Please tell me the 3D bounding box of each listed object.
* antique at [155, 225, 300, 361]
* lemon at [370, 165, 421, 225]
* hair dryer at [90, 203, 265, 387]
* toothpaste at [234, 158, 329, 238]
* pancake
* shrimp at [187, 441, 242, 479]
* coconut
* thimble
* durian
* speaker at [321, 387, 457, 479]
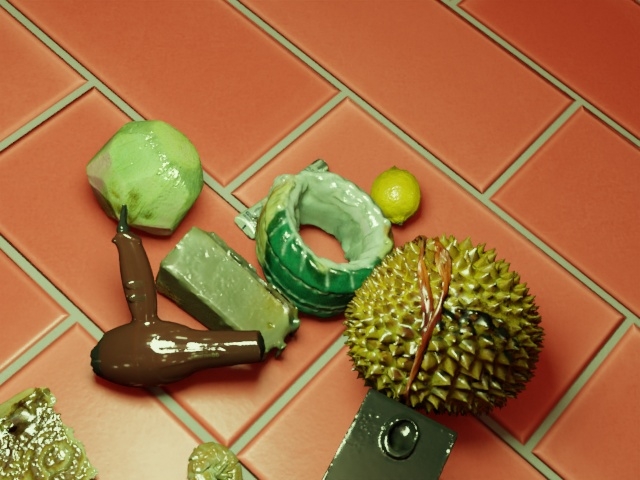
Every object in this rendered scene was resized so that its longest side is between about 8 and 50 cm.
[{"bbox_3d":[-0.172,0.111,1.816,0.284,0.150,0.125,38,65,3],"label":"antique"},{"bbox_3d":[0.158,-0.092,1.986,0.109,0.109,0.133,0,70,-9],"label":"lemon"},{"bbox_3d":[-0.279,0.092,1.708,0.312,0.123,0.340,-9,98,6],"label":"hair dryer"},{"bbox_3d":[-0.076,-0.092,1.988,0.239,0.039,0.062,-40,83,-24],"label":"toothpaste"},{"bbox_3d":[-0.515,0.389,1.651,0.244,0.057,0.266,25,64,-2],"label":"pancake"},{"bbox_3d":[-0.185,0.444,1.676,0.099,0.041,0.180,5,58,-23],"label":"shrimp"},{"bbox_3d":[-0.349,-0.119,1.868,0.236,0.236,0.204,4,37,-7],"label":"coconut"},{"bbox_3d":[0.000,0.000,1.860,0.288,0.167,0.254,46,55,12],"label":"thimble"},{"bbox_3d":[0.221,0.161,1.708,0.384,0.347,0.347,-1,59,-33],"label":"durian"},{"bbox_3d":[0.092,0.428,1.611,0.184,0.232,0.254,27,60,8],"label":"speaker"}]
